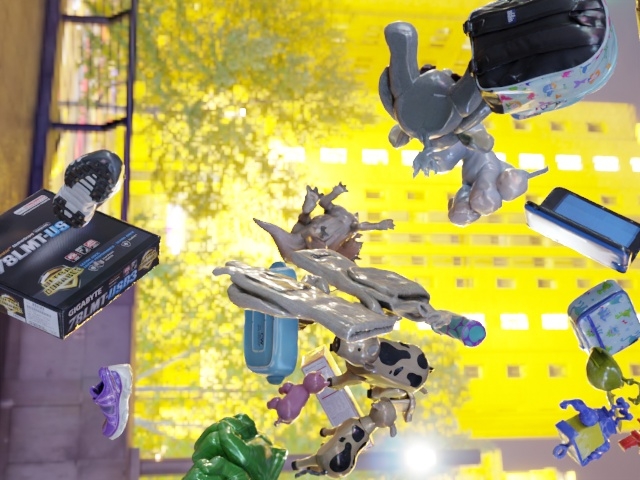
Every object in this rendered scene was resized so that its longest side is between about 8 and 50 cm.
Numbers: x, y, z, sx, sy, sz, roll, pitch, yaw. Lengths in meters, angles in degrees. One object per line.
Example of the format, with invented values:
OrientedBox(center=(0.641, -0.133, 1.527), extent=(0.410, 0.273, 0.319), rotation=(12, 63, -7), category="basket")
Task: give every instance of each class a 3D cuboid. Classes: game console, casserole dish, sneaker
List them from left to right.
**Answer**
OrientedBox(center=(-0.346, -0.102, 1.313), extent=(0.234, 0.078, 0.106), rotation=(-34, -161, 55), category="sneaker")
OrientedBox(center=(-0.378, 0.284, 1.512), extent=(0.068, 0.071, 0.170), rotation=(-105, -155, -55), category="sneaker")
OrientedBox(center=(-0.079, 0.123, 1.273), extent=(0.114, 0.037, 0.188), rotation=(-13, -106, 53), category="casserole dish")
OrientedBox(center=(0.707, -0.058, 2.222), extent=(0.173, 0.293, 0.250), rotation=(-58, 157, -6), category="game console")

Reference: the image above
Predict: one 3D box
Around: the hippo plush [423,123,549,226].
OrientedBox(center=(0.389, -0.197, 2.070), extent=(0.236, 0.294, 0.234), rotation=(58, -10, -2), category="hippo plush")

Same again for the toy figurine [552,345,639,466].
OrientedBox(center=(0.641, 0.446, 1.976), extent=(0.362, 0.217, 0.191), rotation=(61, -2, -36), category="toy figurine")

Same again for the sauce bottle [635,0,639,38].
OrientedBox(center=(0.721, -0.360, 1.738), extent=(0.111, 0.111, 0.344), rotation=(-107, 178, -62), category="sauce bottle")

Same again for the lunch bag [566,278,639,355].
OrientedBox(center=(0.793, 0.229, 2.361), extent=(0.219, 0.176, 0.090), rotation=(57, 4, -35), category="lunch bag")

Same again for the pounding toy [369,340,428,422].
OrientedBox(center=(0.205, 0.338, 2.126), extent=(0.269, 0.155, 0.154), rotation=(-107, -163, -63), category="pounding toy")

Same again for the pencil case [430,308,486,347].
OrientedBox(center=(0.313, 0.202, 1.941), extent=(0.152, 0.064, 0.070), rotation=(18, -50, 66), category="pencil case")

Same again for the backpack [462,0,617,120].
OrientedBox(center=(0.421, -0.356, 1.578), extent=(0.191, 0.254, 0.225), rotation=(35, 46, -50), category="backpack")

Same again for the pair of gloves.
OrientedBox(center=(0.015, 0.062, 0.922), extent=(0.240, 0.204, 0.042), rotation=(-7, 112, -56), category="pair of gloves")

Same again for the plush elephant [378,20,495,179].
OrientedBox(center=(0.266, -0.299, 1.903), extent=(0.255, 0.272, 0.330), rotation=(-23, 123, -77), category="plush elephant")

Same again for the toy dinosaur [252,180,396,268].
OrientedBox(center=(0.000, 0.000, 1.578), extent=(0.127, 0.296, 0.200), rotation=(60, -39, 23), category="toy dinosaur")

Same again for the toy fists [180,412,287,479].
OrientedBox(center=(-0.140, 0.368, 1.310), extent=(0.096, 0.142, 0.279), rotation=(-59, -175, 24), category="toy fists")

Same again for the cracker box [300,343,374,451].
OrientedBox(center=(0.037, 0.363, 1.930), extent=(0.232, 0.067, 0.156), rotation=(62, 2, -1), category="cracker box")

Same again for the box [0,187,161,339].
OrientedBox(center=(-0.502, 0.033, 1.582), extent=(0.295, 0.293, 0.073), rotation=(-45, 152, -51), category="box")

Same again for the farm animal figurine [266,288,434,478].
OrientedBox(center=(0.072, 0.228, 1.459), extent=(0.172, 0.327, 0.330), rotation=(-24, -109, 46), category="farm animal figurine")
